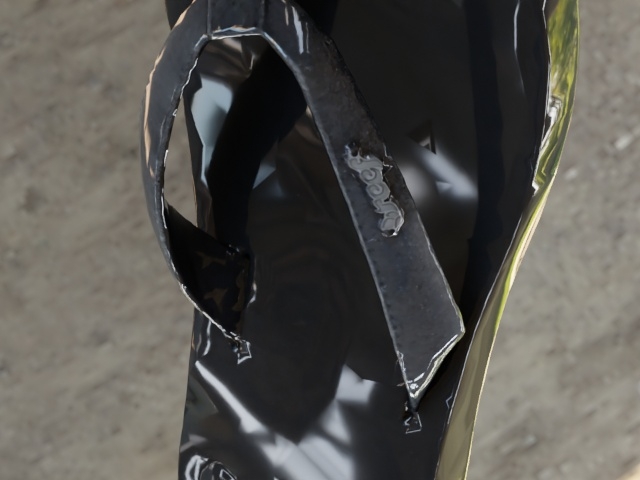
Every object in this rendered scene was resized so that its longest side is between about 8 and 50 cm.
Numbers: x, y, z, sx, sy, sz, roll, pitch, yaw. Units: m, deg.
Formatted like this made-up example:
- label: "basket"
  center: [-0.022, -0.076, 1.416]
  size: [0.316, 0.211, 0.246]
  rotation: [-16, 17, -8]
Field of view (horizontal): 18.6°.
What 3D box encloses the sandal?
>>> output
- label: "sandal"
  center: [0.001, 0.001, 0.435]
  size: [0.054, 0.097, 0.254]
  rotation: [-43, 143, -44]
